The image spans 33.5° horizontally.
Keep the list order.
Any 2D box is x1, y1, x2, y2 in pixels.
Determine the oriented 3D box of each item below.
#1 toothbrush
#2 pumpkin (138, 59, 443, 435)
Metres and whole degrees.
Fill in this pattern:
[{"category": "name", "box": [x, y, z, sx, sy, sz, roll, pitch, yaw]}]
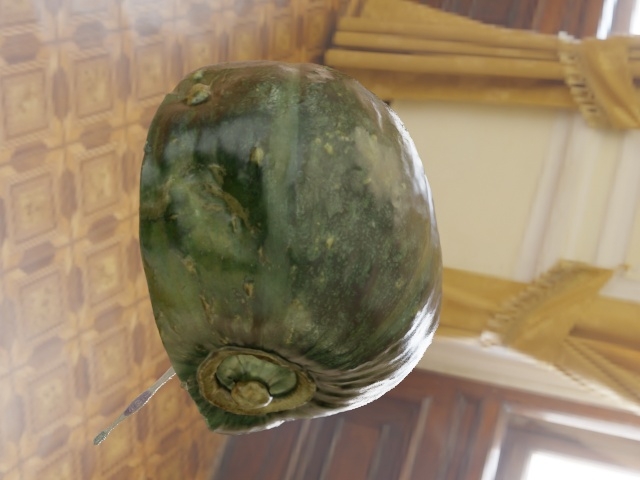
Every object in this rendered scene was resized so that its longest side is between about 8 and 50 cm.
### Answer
[{"category": "toothbrush", "box": [-0.184, 0.164, 1.090, 0.131, 0.011, 0.013, -43, -173, -1]}, {"category": "pumpkin", "box": [0.000, 0.000, 0.849, 0.293, 0.197, 0.263, 72, 19, -45]}]
